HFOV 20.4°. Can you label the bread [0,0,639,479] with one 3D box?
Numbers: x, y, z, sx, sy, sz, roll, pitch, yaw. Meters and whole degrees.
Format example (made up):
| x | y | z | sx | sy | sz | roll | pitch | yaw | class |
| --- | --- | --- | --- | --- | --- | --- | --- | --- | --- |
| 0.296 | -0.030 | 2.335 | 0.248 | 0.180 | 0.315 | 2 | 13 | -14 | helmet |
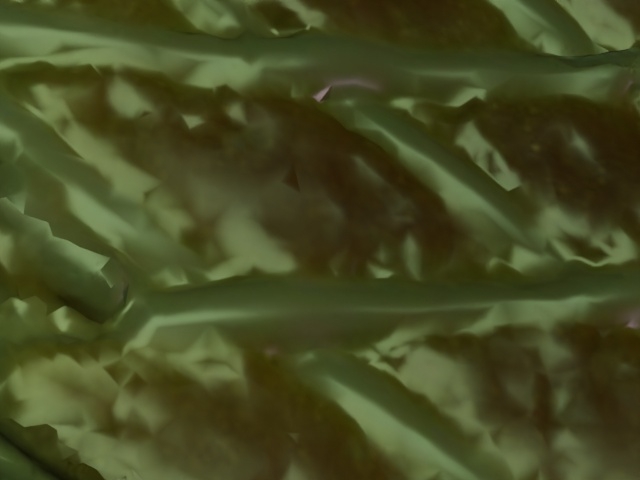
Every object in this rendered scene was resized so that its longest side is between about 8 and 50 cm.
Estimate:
| x | y | z | sx | sy | sz | roll | pitch | yaw | class |
| --- | --- | --- | --- | --- | --- | --- | --- | --- | --- |
| 0.000 | 0.000 | 0.716 | 0.390 | 0.279 | 0.371 | 21 | 62 | -17 | bread |
